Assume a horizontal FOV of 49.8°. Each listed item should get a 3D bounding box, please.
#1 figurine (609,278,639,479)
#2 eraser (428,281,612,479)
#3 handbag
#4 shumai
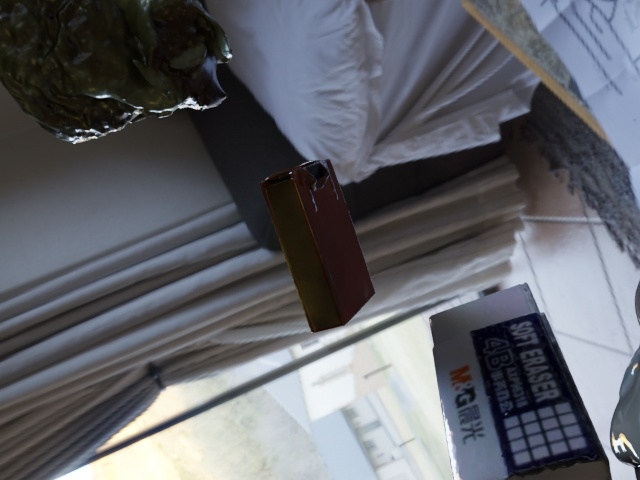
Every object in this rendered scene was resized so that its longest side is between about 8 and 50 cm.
[{"bbox_3d":[0.297,0.150,0.325,0.248,0.203,0.380,14,-139,-50],"label":"figurine"},{"bbox_3d":[0.186,0.156,0.686,0.287,0.130,0.086,-85,-26,-64],"label":"eraser"},{"bbox_3d":[0.000,0.000,0.832,0.127,0.063,0.190,-34,-73,-64],"label":"handbag"},{"bbox_3d":[-0.218,-0.232,0.775,0.218,0.255,0.189,12,156,24],"label":"shumai"}]
